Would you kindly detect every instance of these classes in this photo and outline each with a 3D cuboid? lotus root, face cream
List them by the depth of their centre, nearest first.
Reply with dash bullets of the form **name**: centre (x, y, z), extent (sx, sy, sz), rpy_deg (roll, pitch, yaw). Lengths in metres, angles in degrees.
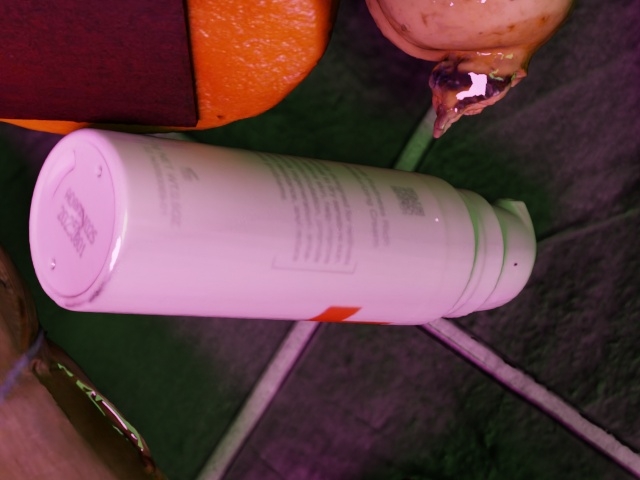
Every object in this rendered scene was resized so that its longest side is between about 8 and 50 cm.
- **face cream**: centre (0.000, 0.000, 0.756), extent (0.345, 0.102, 0.102), rpy_deg (7, 94, -41)
- **lotus root**: centre (0.090, -0.202, 0.778), extent (0.140, 0.154, 0.256), rpy_deg (-17, 99, -14)

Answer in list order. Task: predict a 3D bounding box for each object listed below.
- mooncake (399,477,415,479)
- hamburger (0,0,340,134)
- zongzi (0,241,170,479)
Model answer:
- **mooncake**: centre (0.012, 0.260, 0.761), extent (0.228, 0.228, 0.124), rpy_deg (-44, 104, -12)
- **hamburger**: centre (-0.115, -0.194, 0.629), extent (0.291, 0.291, 0.225), rpy_deg (11, 63, -23)
- **zongzi**: centre (-0.300, 0.102, 0.643), extent (0.356, 0.174, 0.393), rpy_deg (-31, 97, -23)
